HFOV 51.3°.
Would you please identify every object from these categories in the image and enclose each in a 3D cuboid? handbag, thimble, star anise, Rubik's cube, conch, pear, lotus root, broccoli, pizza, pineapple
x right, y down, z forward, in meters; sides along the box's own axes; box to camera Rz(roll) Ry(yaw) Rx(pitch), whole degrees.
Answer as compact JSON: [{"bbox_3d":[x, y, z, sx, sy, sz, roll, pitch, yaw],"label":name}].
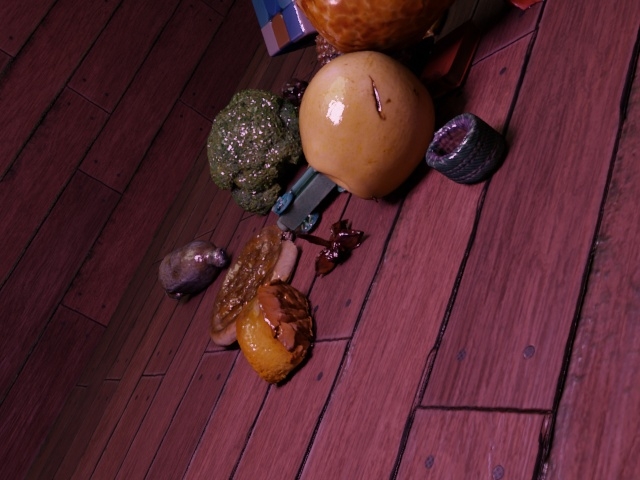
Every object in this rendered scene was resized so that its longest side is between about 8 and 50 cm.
[{"bbox_3d":[0.298,-0.418,1.568,0.127,0.062,0.190,-20,40,56],"label":"handbag"},{"bbox_3d":[0.269,-0.168,1.243,0.135,0.090,0.119,-15,46,60],"label":"thimble"},{"bbox_3d":[0.004,-0.003,1.522,0.158,0.144,0.140,-60,14,-4],"label":"star anise"},{"bbox_3d":[-0.031,-0.889,2.364,0.346,0.345,0.346,-23,10,-21],"label":"Rubik's cube"},{"bbox_3d":[0.158,-0.445,1.652,0.312,0.186,0.240,-27,11,-24],"label":"conch"},{"bbox_3d":[0.095,-0.249,1.453,0.309,0.309,0.309,-45,25,27],"label":"pear"},{"bbox_3d":[-0.447,0.090,2.307,0.349,0.175,0.175,-32,33,41],"label":"lotus root"},{"bbox_3d":[-0.210,-0.303,2.147,0.321,0.309,0.414,133,128,-69],"label":"broccoli"},{"bbox_3d":[0.298,-0.611,1.855,0.131,0.041,0.178,-30,34,52],"label":"pizza"},{"bbox_3d":[0.077,-0.554,2.120,0.175,0.175,0.361,-41,42,35],"label":"pineapple"}]

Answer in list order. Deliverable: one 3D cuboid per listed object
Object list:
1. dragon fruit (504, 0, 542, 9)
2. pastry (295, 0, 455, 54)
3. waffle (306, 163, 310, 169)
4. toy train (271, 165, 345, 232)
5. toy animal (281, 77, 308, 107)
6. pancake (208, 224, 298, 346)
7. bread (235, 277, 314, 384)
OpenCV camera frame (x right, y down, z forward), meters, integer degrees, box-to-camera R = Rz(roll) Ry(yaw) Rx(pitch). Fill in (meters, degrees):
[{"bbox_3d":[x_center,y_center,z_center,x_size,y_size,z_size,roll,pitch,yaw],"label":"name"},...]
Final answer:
[{"bbox_3d":[0.429,-0.670,1.416,0.305,0.225,0.305,-48,23,28],"label":"dragon fruit"},{"bbox_3d":[0.122,-0.564,1.432,0.388,0.388,0.313,-177,81,-65],"label":"pastry"},{"bbox_3d":[0.015,-0.230,1.944,0.191,0.032,0.125,-24,38,57],"label":"waffle"},{"bbox_3d":[-0.012,-0.155,1.795,0.298,0.120,0.194,-46,17,23],"label":"toy train"},{"bbox_3d":[-0.034,-0.443,2.174,0.121,0.168,0.233,-54,36,9],"label":"toy animal"},{"bbox_3d":[-0.189,0.112,1.857,0.382,0.071,0.382,-42,28,28],"label":"pancake"},{"bbox_3d":[-0.112,0.184,1.502,0.160,0.147,0.261,-45,25,22],"label":"bread"}]
